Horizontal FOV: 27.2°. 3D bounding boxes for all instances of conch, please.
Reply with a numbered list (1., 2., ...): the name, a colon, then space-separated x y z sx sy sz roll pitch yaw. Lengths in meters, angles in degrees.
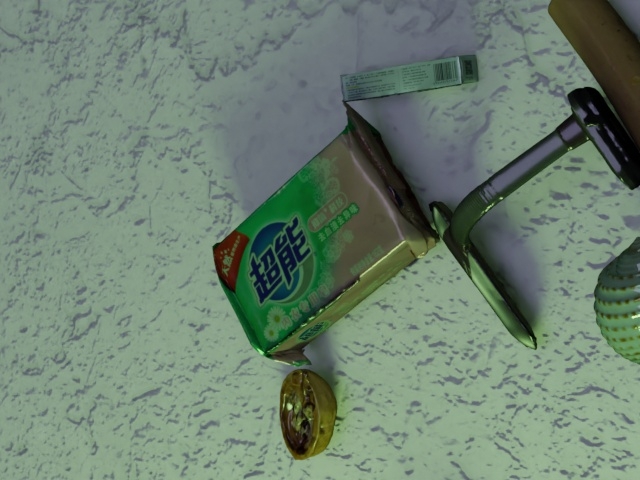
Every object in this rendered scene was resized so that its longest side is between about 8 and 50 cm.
1. conch: 0.364 0.065 1.307 0.172 0.200 0.131 -23 44 19

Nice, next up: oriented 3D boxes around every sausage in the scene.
1. sausage: 0.325 -0.136 1.329 0.066 0.065 0.301 -39 66 33

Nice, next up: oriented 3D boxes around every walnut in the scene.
1. walnut: -0.009 0.214 1.644 0.091 0.052 0.121 32 120 49

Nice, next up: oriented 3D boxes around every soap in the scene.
1. soap: 0.002 0.000 1.583 0.273 0.098 0.218 -40 67 31

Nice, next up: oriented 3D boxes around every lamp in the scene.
1. lamp: 0.240 -0.012 1.397 0.283 0.124 0.203 -39 83 36

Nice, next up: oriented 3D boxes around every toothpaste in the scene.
1. toothpaste: 0.101 -0.185 1.515 0.164 0.046 0.034 -5 96 36
